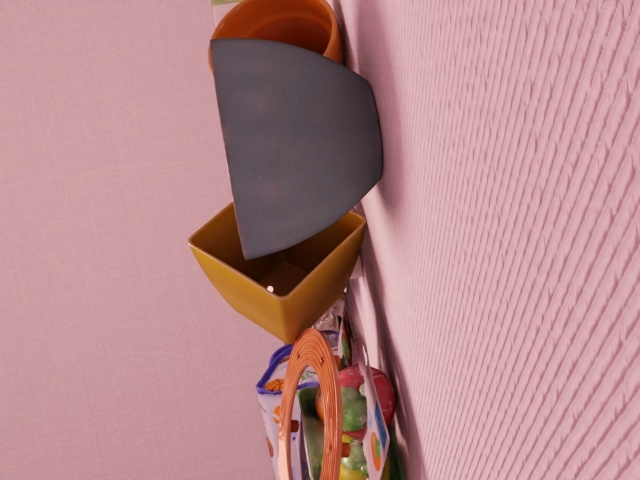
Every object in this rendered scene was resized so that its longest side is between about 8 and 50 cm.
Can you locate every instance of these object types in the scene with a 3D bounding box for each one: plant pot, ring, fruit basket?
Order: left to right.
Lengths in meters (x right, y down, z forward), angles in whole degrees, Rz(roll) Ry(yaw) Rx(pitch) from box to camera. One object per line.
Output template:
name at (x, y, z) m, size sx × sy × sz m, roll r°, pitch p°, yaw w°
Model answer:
plant pot at (-0.063, 0.046, 1.451) m, size 0.212 × 0.212 × 0.187 m, roll 29°, pitch 146°, yaw 28°
plant pot at (-0.048, -0.261, 1.368) m, size 0.188 × 0.205 × 0.205 m, roll 56°, pitch -160°, yaw -58°
plant pot at (-0.026, -0.131, 1.139) m, size 0.290 × 0.196 × 0.290 m, roll 172°, pitch 90°, yaw -86°
ring at (-0.013, 0.305, 1.345) m, size 0.336 × 0.032 × 0.336 m, roll -174°, pitch 90°, yaw -74°
fruit basket at (0.044, 0.288, 1.405) m, size 0.327 × 0.166 × 0.353 m, roll -102°, pitch 8°, yaw -45°

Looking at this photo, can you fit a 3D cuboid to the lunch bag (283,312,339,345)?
lunch bag at (-0.029, 0.216, 2.430) m, size 0.235 × 0.169 × 0.287 m, roll -98°, pitch 9°, yaw -59°

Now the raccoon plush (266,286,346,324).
raccoon plush at (0.000, 0.000, 1.787) m, size 0.216 × 0.446 × 0.299 m, roll 43°, pitch -163°, yaw 30°

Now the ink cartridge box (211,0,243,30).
ink cartridge box at (-0.124, -0.414, 1.934) m, size 0.119 × 0.207 × 0.353 m, roll 98°, pitch 164°, yaw -72°

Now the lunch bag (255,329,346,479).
lunch bag at (-0.004, 0.420, 2.063) m, size 0.385 × 0.239 × 0.327 m, roll -51°, pitch -46°, yaw -73°

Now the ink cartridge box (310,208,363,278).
ink cartridge box at (0.024, 0.011, 1.583) m, size 0.092 × 0.090 × 0.143 m, roll -107°, pitch 7°, yaw -68°
